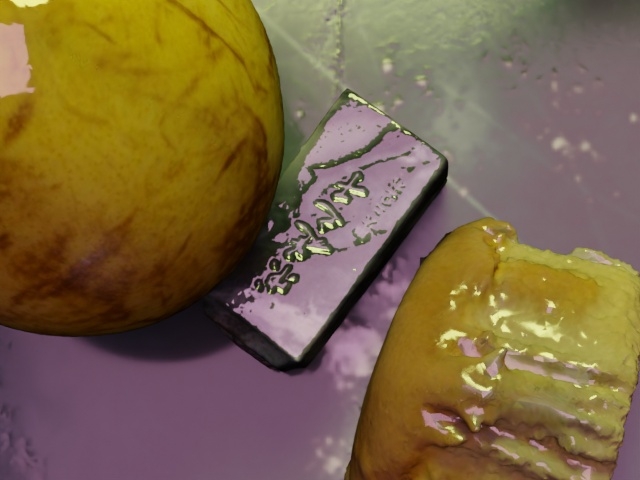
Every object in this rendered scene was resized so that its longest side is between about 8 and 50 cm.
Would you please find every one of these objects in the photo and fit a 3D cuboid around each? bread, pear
[{"bbox_3d":[0.118,0.108,0.923,0.174,0.133,0.252,19,83,4],"label":"bread"},{"bbox_3d":[-0.159,-0.080,0.865,0.280,0.281,0.281,0,82,3],"label":"pear"}]

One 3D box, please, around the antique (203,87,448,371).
[{"bbox_3d":[0.000,0.000,0.968,0.088,0.086,0.183,36,86,8],"label":"antique"}]
